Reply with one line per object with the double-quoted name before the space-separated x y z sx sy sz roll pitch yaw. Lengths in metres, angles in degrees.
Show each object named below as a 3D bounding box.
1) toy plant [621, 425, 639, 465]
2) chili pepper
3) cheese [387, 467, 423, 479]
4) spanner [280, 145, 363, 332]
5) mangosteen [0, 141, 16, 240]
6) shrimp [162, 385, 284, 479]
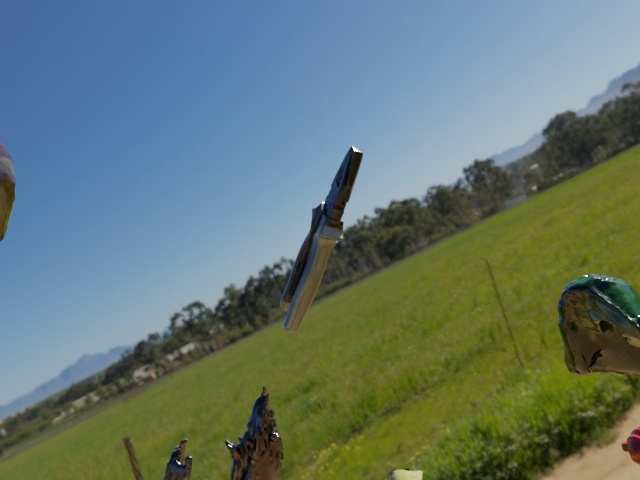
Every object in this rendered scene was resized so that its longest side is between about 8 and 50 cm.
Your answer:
"toy plant" 0.441 0.240 0.745 0.154 0.088 0.240 -10 -13 13
"chili pepper" 0.334 0.111 0.579 0.116 0.148 0.264 -34 32 -10
"cheese" 0.129 0.385 1.029 0.060 0.041 0.084 -83 18 -56
"spanner" 0.000 0.000 1.039 0.096 0.040 0.325 -106 33 -57
"mangosteen" -0.374 0.030 0.419 0.330 0.330 0.330 -26 -2 -1
"shrimp" -0.150 0.355 0.977 0.178 0.289 0.075 5 18 -11
